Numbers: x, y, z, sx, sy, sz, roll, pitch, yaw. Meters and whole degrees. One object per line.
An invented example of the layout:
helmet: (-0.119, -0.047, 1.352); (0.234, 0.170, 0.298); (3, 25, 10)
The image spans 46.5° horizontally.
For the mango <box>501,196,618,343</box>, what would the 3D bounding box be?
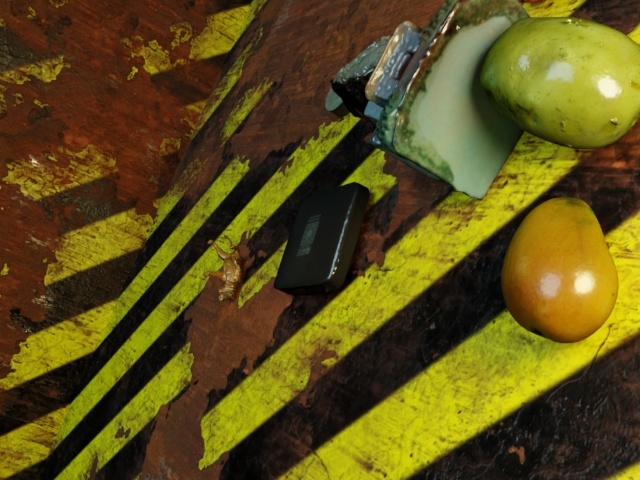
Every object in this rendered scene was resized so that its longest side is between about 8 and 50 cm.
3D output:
mango: (0.363, 0.046, 1.157); (0.176, 0.139, 0.254); (-30, 32, 27)

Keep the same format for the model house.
model house: (0.227, -0.328, 1.516); (0.360, 0.297, 0.339); (-62, 31, 7)

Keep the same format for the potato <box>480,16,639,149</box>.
potato: (0.409, -0.268, 1.252); (0.304, 0.216, 0.215); (29, 92, 51)

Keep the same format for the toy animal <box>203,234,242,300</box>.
toy animal: (-0.283, 0.061, 2.337); (0.114, 0.116, 0.255); (-25, 35, 17)

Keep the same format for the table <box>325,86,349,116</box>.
table: (0.071, -0.428, 2.174); (0.133, 0.043, 0.133); (-40, 36, 37)

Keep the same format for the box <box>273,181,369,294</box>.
box: (0.000, 0.000, 1.897); (0.290, 0.073, 0.288); (-13, 55, 57)

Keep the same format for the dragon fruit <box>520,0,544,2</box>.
dragon fruit: (0.448, -0.559, 1.539); (0.166, 0.136, 0.133); (150, 116, -79)

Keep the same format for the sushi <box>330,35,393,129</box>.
sushi: (0.167, -0.389, 1.814); (0.196, 0.182, 0.343); (-52, 19, -7)
